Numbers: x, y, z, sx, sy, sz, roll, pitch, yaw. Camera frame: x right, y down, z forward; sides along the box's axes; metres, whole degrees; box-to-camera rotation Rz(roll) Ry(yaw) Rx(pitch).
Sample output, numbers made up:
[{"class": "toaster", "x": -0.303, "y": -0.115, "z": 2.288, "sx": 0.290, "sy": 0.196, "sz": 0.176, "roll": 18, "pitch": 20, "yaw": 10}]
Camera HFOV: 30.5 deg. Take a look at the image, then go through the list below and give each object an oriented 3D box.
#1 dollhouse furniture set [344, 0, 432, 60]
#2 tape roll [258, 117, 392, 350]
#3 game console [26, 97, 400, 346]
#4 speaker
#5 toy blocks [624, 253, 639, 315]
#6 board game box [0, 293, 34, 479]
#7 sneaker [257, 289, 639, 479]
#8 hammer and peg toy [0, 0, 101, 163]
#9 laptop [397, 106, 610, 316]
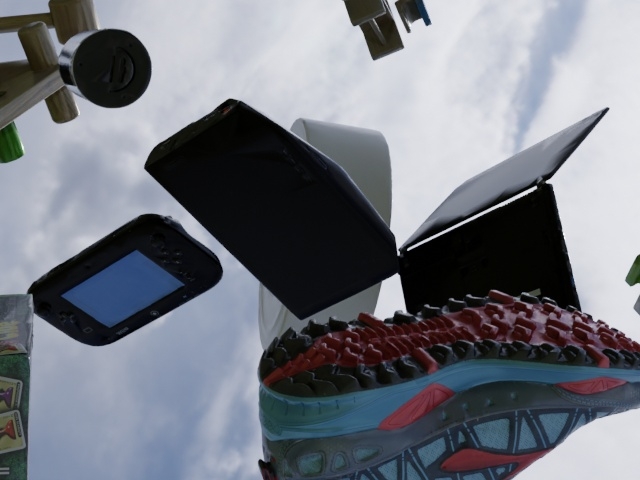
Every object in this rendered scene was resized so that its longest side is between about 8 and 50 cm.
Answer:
[{"class": "dollhouse furniture set", "x": 0.071, "y": -0.300, "z": 1.183, "sx": 0.129, "sy": 0.183, "sz": 0.129, "roll": -21, "pitch": -116, "yaw": 10}, {"class": "tape roll", "x": 0.000, "y": 0.000, "z": 1.389, "sx": 0.286, "sy": 0.100, "sz": 0.286, "roll": -171, "pitch": -90, "yaw": -79}, {"class": "game console", "x": -0.118, "y": 0.018, "z": 1.082, "sx": 0.361, "sy": 0.213, "sz": 0.044, "roll": -28, "pitch": -151, "yaw": 32}, {"class": "speaker", "x": -0.156, "y": -0.125, "z": 0.844, "sx": 0.055, "sy": 0.055, "sz": 0.136, "roll": -58, "pitch": -161, "yaw": 0}, {"class": "toy blocks", "x": 0.479, "y": 0.066, "z": 1.195, "sx": 0.191, "sy": 0.381, "sz": 0.261, "roll": -27, "pitch": -119, "yaw": -22}, {"class": "board game box", "x": -0.152, "y": 0.164, "z": 0.554, "sx": 0.136, "sy": 0.030, "sz": 0.259, "roll": -153, "pitch": -115, "yaw": -72}, {"class": "sneaker", "x": 0.081, "y": 0.105, "z": 0.708, "sx": 0.104, "sy": 0.262, "sz": 0.125, "roll": -133, "pitch": -136, "yaw": -59}, {"class": "hammer and peg toy", "x": -0.427, "y": -0.180, "z": 1.435, "sx": 0.266, "sy": 0.127, "sz": 0.361, "roll": -2, "pitch": -150, "yaw": 28}, {"class": "laptop", "x": 0.207, "y": 0.016, "z": 1.247, "sx": 0.234, "sy": 0.137, "sz": 0.264, "roll": -29, "pitch": -115, "yaw": 48}]
